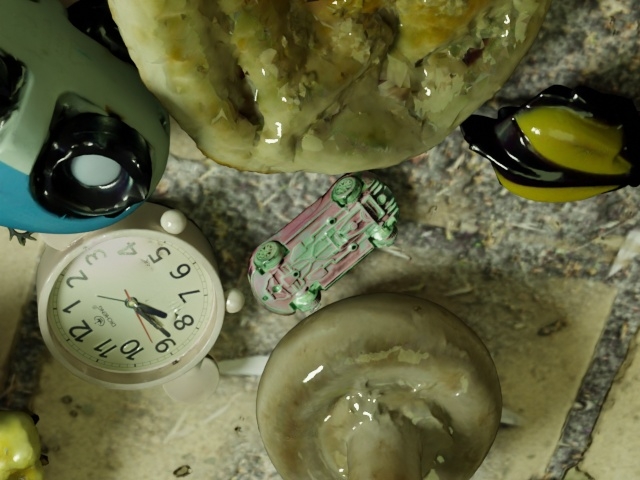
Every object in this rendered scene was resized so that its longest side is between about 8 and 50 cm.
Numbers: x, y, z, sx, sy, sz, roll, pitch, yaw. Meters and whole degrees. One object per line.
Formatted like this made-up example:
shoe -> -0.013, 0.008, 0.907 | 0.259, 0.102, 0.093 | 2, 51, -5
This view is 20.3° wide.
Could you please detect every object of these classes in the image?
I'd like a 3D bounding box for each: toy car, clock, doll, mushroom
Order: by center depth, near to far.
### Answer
toy car -> -0.238, -0.097, 1.307 | 0.255, 0.188, 0.190 | 26, 129, -28
doll -> 0.235, -0.079, 1.441 | 0.248, 0.088, 0.127 | 4, 117, -14
clock -> -0.154, 0.042, 1.464 | 0.155, 0.063, 0.229 | -33, 120, 7
toy car -> 0.000, 0.000, 1.467 | 0.142, 0.055, 0.069 | -40, 125, 2
mushroom -> 0.050, 0.157, 1.468 | 0.207, 0.215, 0.207 | -1, 124, -1

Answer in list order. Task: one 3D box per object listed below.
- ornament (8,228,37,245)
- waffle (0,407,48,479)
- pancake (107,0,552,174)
ornament -> -0.288, -0.012, 1.433 | 0.125, 0.028, 0.073 | 8, 116, -10
waffle -> -0.405, 0.216, 1.433 | 0.382, 0.095, 0.379 | 1, 146, -9
pancake -> 0.019, -0.221, 1.291 | 0.387, 0.082, 0.387 | -9, 114, -20
